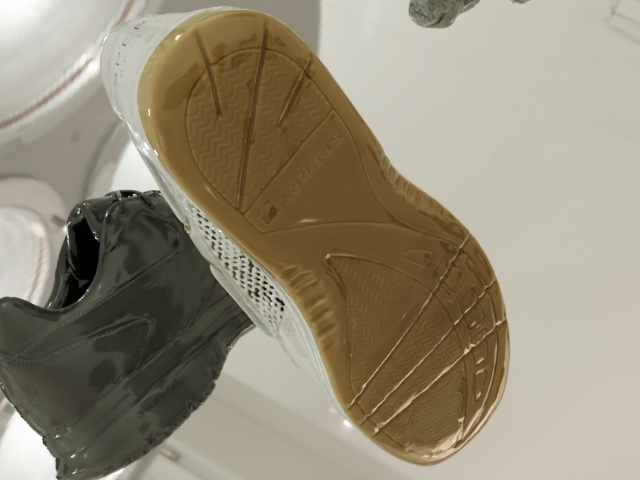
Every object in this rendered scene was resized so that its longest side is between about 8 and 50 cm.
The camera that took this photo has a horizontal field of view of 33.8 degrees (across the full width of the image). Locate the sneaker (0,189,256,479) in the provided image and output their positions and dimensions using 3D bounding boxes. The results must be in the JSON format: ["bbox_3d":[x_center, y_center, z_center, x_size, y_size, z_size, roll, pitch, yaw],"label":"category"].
[{"bbox_3d":[-0.079,0.010,0.630,0.109,0.130,0.286,-30,12,48],"label":"sneaker"}]

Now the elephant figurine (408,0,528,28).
[{"bbox_3d":[0.134,-0.291,0.966,0.239,0.186,0.169,-15,-75,-26],"label":"elephant figurine"}]

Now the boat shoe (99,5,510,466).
[{"bbox_3d":[0.000,0.000,0.489,0.098,0.096,0.277,-44,-53,-13],"label":"boat shoe"}]
